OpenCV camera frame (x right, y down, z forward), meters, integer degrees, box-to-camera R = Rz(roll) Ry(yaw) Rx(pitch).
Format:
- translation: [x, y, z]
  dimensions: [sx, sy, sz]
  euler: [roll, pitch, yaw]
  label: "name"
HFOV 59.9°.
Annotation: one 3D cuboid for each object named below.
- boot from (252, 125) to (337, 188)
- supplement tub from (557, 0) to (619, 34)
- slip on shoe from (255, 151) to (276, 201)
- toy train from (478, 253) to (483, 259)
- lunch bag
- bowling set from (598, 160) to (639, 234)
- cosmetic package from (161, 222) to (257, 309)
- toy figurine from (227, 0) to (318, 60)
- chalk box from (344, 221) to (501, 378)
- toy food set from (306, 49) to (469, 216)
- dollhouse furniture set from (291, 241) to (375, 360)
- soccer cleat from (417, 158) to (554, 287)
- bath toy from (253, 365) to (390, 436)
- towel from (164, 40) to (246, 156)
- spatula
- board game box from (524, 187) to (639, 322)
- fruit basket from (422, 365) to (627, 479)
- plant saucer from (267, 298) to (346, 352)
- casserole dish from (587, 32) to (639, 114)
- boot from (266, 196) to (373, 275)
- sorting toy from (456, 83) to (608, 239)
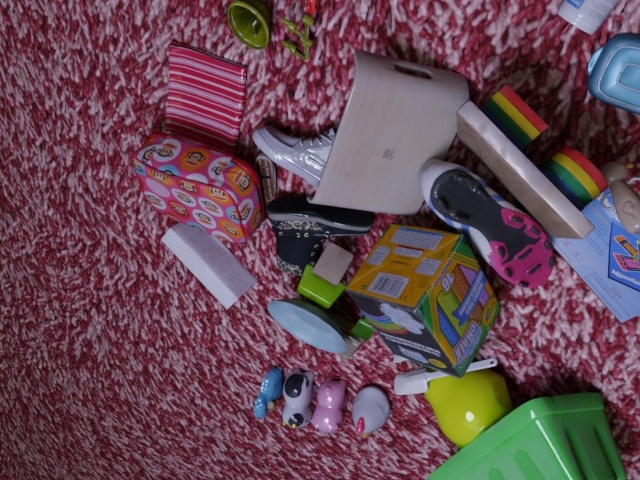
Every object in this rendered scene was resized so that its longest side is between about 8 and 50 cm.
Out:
- translation: [-0.008, -0.190, 1.151]
  dimensions: [0.258, 0.095, 0.123]
  euler: [34, 119, -2]
  label: "boot"
- translation: [0.421, -0.378, 0.842]
  dimensions: [0.071, 0.071, 0.107]
  euler: [35, 124, 6]
  label: "supplement tub"
- translation: [-0.124, -0.146, 1.254]
  dimensions: [0.051, 0.041, 0.135]
  euler: [5, 137, 6]
  label: "slip on shoe"
- translation: [0.319, 0.002, 1.115]
  dimensions: [0.017, 0.024, 0.083]
  euler: [-6, 111, 29]
  label: "toy train"
- translation: [-0.272, -0.101, 1.272]
  dimensions: [0.293, 0.120, 0.258]
  euler: [21, 149, 16]
  label: "lunch bag"
- translation: [0.595, -0.116, 0.870]
  dimensions: [0.287, 0.199, 0.154]
  euler: [-33, 55, 32]
  label: "bowling set"
- translation: [-0.278, 0.051, 1.394]
  dimensions: [0.239, 0.099, 0.060]
  euler: [47, 125, -1]
  label: "cosmetic package"
- translation: [-0.073, -0.523, 0.986]
  dimensions: [0.191, 0.217, 0.362]
  euler: [14, 165, 4]
  label: "toy figurine"
- translation: [0.217, 0.132, 1.083]
  dimensions: [0.180, 0.179, 0.289]
  euler: [12, 148, 47]
  label: "chalk box"
- translation: [0.118, -0.184, 1.048]
  dimensions: [0.219, 0.092, 0.306]
  euler: [7, 126, -18]
  label: "toy food set"
- translation: [0.043, 0.139, 1.283]
  dimensions: [0.197, 0.151, 0.301]
  euler: [29, 154, 5]
  label: "dollhouse furniture set"
- translation: [0.311, -0.041, 1.042]
  dimensions: [0.331, 0.143, 0.116]
  euler: [39, 103, -23]
  label: "soccer cleat"
- translation: [0.004, 0.430, 1.428]
  dimensions: [0.348, 0.129, 0.152]
  euler: [3, 116, 24]
  label: "bath toy"
- translation: [-0.270, -0.286, 1.261]
  dimensions: [0.198, 0.031, 0.275]
  euler: [23, 123, 14]
  label: "towel"
- translation: [0.260, 0.234, 1.197]
  dimensions: [0.242, 0.168, 0.019]
  euler: [-21, 138, 29]
  label: "spatula"
- translation: [0.523, 0.012, 1.015]
  dimensions: [0.281, 0.027, 0.145]
  euler: [48, 127, -2]
  label: "board game box"
- translation: [0.385, 0.407, 1.192]
  dimensions: [0.392, 0.282, 0.392]
  euler: [-17, 69, 55]
  label: "fruit basket"
- translation: [-0.023, 0.174, 1.198]
  dimensions: [0.194, 0.037, 0.195]
  euler: [24, 153, 13]
  label: "plant saucer"
- translation: [0.519, -0.253, 0.878]
  dimensions: [0.188, 0.037, 0.114]
  euler: [24, 123, 13]
  label: "casserole dish"
- translation: [-0.001, -0.001, 1.245]
  dimensions: [0.236, 0.085, 0.179]
  euler: [8, 129, 12]
  label: "boot"
- translation: [0.341, -0.126, 0.899]
  dimensions: [0.089, 0.257, 0.255]
  euler: [-43, 81, 11]
  label: "sorting toy"
